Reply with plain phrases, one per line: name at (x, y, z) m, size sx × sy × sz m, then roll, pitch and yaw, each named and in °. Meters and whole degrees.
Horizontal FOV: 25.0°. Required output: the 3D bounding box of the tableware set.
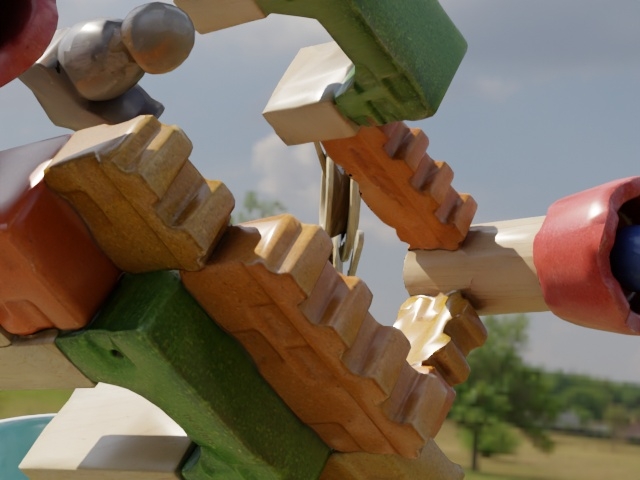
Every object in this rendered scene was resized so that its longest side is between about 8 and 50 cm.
tableware set at (0.000, 0.000, 1.048) m, size 0.039 × 0.128 × 0.194 m, roll 3°, pitch -34°, yaw -5°

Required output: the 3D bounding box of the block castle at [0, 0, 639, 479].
block castle at (-0.009, -0.035, 0.639) m, size 0.213 × 0.303 × 0.453 m, roll -6°, pitch -48°, yaw 44°

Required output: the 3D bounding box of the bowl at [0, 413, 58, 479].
bowl at (-0.164, 0.270, 1.117) m, size 0.311 × 0.163 × 0.311 m, roll 10°, pitch 14°, yaw -3°
